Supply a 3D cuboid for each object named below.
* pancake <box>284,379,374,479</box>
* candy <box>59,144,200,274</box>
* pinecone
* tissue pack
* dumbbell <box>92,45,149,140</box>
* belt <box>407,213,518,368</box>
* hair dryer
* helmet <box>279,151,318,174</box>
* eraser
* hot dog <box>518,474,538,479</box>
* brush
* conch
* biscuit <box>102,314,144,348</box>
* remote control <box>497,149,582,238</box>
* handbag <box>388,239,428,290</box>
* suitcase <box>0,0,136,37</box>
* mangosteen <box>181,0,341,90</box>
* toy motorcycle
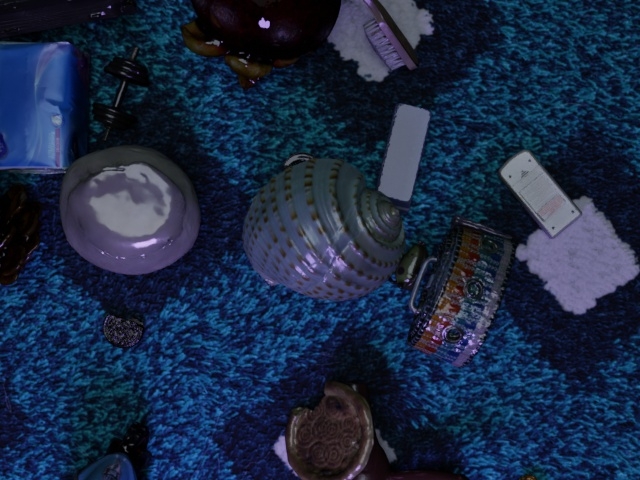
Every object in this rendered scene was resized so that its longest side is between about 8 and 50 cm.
[{"bbox_3d":[0.017,0.403,1.896,0.235,0.029,0.212,-47,53,20],"label":"pancake"},{"bbox_3d":[-0.389,-0.064,1.897,0.296,0.185,0.295,0,106,-1],"label":"candy"},{"bbox_3d":[-0.698,-0.033,1.875,0.244,0.244,0.309,-46,130,2],"label":"pinecone"},{"bbox_3d":[-0.596,-0.274,1.930,0.198,0.146,0.263,1,90,4],"label":"tissue pack"},{"bbox_3d":[-0.422,-0.310,1.945,0.099,0.099,0.208,19,90,3],"label":"dumbbell"},{"bbox_3d":[0.273,0.097,1.859,0.161,0.207,0.295,22,89,0],"label":"belt"},{"bbox_3d":[0.189,0.444,1.872,0.341,0.123,0.312,-4,81,23],"label":"hair dryer"},{"bbox_3d":[-0.039,-0.119,1.941,0.098,0.070,0.123,1,83,-3],"label":"helmet"},{"bbox_3d":[0.173,-0.173,1.948,0.082,0.036,0.225,13,91,3],"label":"eraser"},{"bbox_3d":[0.451,0.546,1.937,0.049,0.037,0.122,-24,94,-9],"label":"hot dog"},{"bbox_3d":[0.094,-0.467,1.870,0.065,0.070,0.327,-25,126,22],"label":"brush"},{"bbox_3d":[0.006,0.006,1.843,0.319,0.215,0.303,-40,121,9],"label":"conch"},{"bbox_3d":[-0.424,0.190,1.980,0.087,0.027,0.089,-34,88,3],"label":"biscuit"},{"bbox_3d":[0.458,-0.100,1.938,0.087,0.029,0.190,-40,88,2],"label":"remote control"},{"bbox_3d":[0.191,0.051,1.937,0.047,0.072,0.111,28,91,-39],"label":"handbag"},{"bbox_3d":[-0.548,-0.554,1.880,0.335,0.152,0.229,-9,48,3],"label":"suitcase"},{"bbox_3d":[-0.123,-0.471,1.850,0.307,0.307,0.347,28,118,2],"label":"mangosteen"},{"bbox_3d":[-0.459,0.572,1.879,0.172,0.232,0.416,24,92,0],"label":"toy motorcycle"}]
